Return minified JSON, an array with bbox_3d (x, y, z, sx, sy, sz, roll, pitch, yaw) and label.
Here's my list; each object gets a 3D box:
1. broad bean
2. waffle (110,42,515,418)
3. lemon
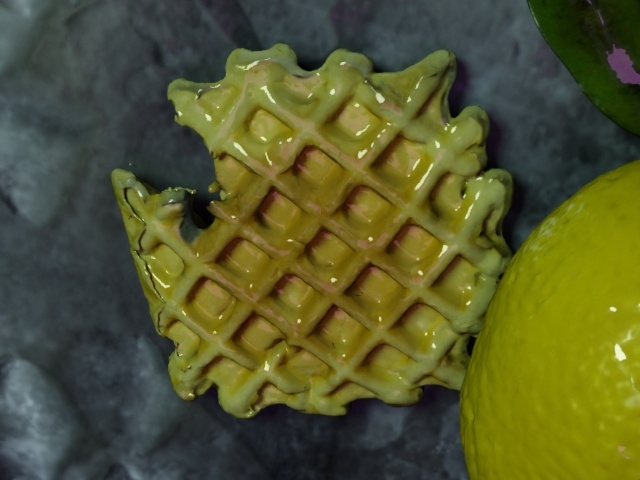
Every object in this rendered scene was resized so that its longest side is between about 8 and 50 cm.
[{"bbox_3d":[0.200,-0.133,0.646,0.292,0.049,0.144,33,107,-12],"label":"broad bean"},{"bbox_3d":[0.000,0.001,0.719,0.250,0.056,0.261,-7,112,8],"label":"waffle"},{"bbox_3d":[0.204,0.091,0.638,0.245,0.245,0.319,21,117,-5],"label":"lemon"}]
